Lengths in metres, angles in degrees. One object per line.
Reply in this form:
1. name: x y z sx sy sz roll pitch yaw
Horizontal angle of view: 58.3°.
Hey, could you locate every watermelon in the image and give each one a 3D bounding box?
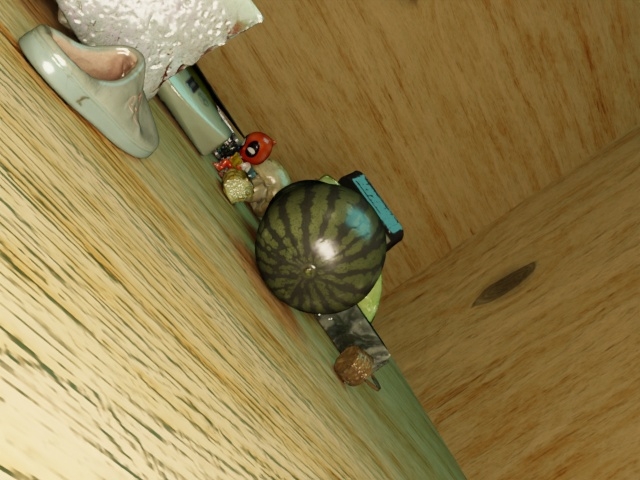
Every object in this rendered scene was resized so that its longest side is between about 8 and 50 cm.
1. watermelon: 0.001 0.013 0.891 0.212 0.212 0.212 56 2 -2
2. watermelon: -0.259 -0.261 0.696 0.319 0.214 0.289 3 1 -40

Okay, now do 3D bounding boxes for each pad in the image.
1. pad: -0.287 -0.394 1.282 0.248 0.007 0.367 51 -4 36

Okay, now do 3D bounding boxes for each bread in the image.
1. bread: -0.163 -0.108 1.138 0.066 0.060 0.110 24 11 -17

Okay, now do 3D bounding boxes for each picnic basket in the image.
1. picnic basket: 0.071 0.227 0.991 0.083 0.072 0.072 41 7 -20

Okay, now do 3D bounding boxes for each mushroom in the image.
1. mushroom: -0.133 -0.126 1.368 0.148 0.112 0.148 21 -57 37

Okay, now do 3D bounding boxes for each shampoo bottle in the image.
1. shampoo bottle: -0.300 -0.324 1.069 0.359 0.078 0.134 55 5 -25

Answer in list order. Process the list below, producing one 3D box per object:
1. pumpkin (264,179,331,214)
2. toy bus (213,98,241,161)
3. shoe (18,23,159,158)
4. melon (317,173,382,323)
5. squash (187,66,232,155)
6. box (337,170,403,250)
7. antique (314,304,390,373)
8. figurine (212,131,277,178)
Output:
1. pumpkin: 0.000 0.000 1.148 0.250 0.216 0.250 170 -90 -87
2. toy bus: -0.259 -0.274 1.387 0.167 0.073 0.076 59 -2 -15
3. shoe: -0.198 -0.149 0.559 0.079 0.078 0.195 56 5 20
4. melon: 0.017 0.050 1.370 0.344 0.226 0.331 54 -40 -5
5. squash: -0.295 -0.329 1.262 0.331 0.087 0.087 57 2 -2
6. box: 0.052 -0.007 1.500 0.211 0.058 0.350 54 -43 7
7. antique: 0.071 0.201 1.244 0.183 0.088 0.086 56 2 -6
8. figurine: -0.157 -0.179 1.246 0.068 0.140 0.075 54 2 30
